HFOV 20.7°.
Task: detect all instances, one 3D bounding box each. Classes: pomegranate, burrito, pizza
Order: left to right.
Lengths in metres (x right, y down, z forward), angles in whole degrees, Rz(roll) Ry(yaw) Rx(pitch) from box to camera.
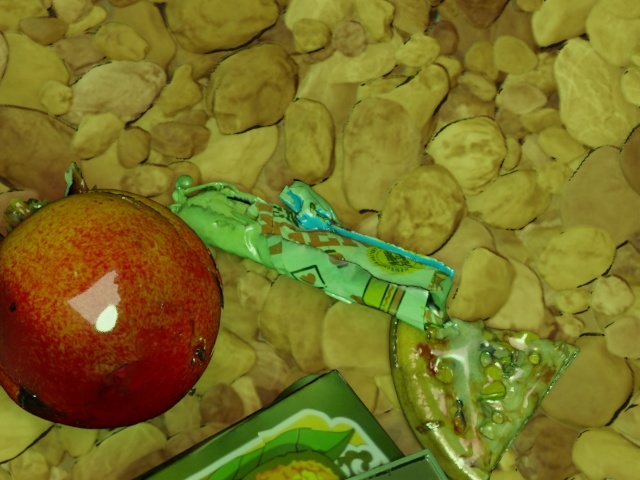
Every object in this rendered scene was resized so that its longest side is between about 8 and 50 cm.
[{"bbox_3d":[-0.193,0.049,1.501,0.210,0.210,0.235,-27,67,-11],"label":"pomegranate"},{"bbox_3d":[0.000,0.000,1.598,0.288,0.054,0.104,20,39,15],"label":"burrito"},{"bbox_3d":[0.155,0.134,1.572,0.176,0.036,0.184,-9,71,-5],"label":"pizza"}]

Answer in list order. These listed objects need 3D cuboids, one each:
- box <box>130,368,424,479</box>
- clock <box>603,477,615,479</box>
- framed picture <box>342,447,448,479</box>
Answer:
[{"bbox_3d":[-0.017,0.348,1.358,0.373,0.138,0.420,-26,69,-40],"label":"box"},{"bbox_3d":[0.305,0.301,1.459,0.195,0.100,0.194,18,36,3],"label":"clock"},{"bbox_3d":[0.057,0.231,1.389,0.149,0.011,0.109,-15,61,-35],"label":"framed picture"}]
